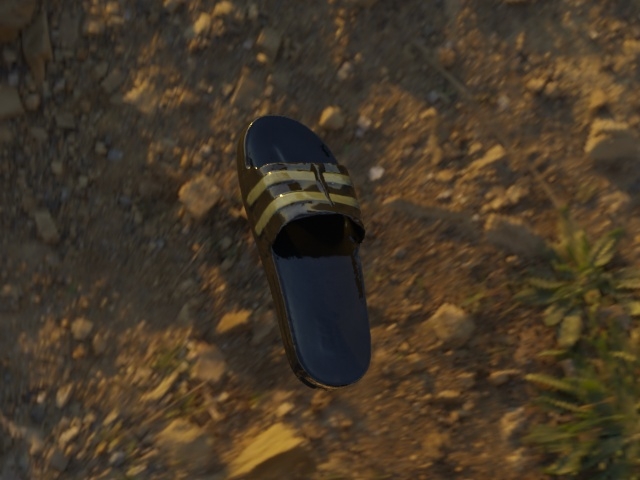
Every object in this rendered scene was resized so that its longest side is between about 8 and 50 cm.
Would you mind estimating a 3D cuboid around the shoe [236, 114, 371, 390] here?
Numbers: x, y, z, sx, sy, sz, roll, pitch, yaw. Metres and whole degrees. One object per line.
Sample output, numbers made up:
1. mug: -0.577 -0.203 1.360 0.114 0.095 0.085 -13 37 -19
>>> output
1. shoe: 0.000 0.000 0.914 0.071 0.049 0.179 -4 73 -27
